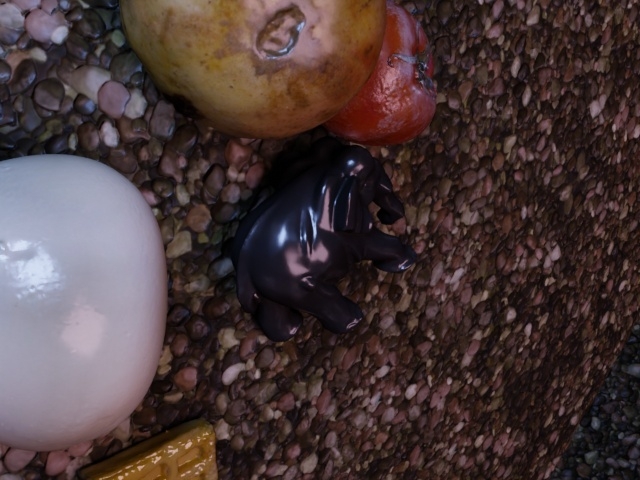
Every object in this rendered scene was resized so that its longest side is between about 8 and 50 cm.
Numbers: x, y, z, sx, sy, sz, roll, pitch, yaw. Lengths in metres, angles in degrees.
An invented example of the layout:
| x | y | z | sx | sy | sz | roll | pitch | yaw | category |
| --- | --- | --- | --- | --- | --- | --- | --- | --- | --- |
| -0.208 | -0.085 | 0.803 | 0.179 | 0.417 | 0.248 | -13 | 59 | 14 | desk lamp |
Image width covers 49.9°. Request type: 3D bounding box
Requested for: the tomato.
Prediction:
| x | y | z | sx | sy | sz | roll | pitch | yaw | category |
| --- | --- | --- | --- | --- | --- | --- | --- | --- | --- |
| 0.069 | -0.249 | 1.035 | 0.232 | 0.189 | 0.231 | -10 | 90 | -66 | tomato |

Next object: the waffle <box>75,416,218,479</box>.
| x | y | z | sx | sy | sz | roll | pitch | yaw | category |
| --- | --- | --- | --- | --- | --- | --- | --- | --- | --- |
| -0.267 | 0.429 | 1.103 | 0.221 | 0.055 | 0.247 | -16 | 117 | -38 | waffle |

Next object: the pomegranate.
| x | y | z | sx | sy | sz | roll | pitch | yaw | category |
| --- | --- | --- | --- | --- | --- | --- | --- | --- | --- |
| -0.082 | -0.278 | 0.820 | 0.322 | 0.322 | 0.322 | -18 | 119 | -37 | pomegranate |

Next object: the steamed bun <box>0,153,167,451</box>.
| x | y | z | sx | sy | sz | roll | pitch | yaw | category |
| --- | --- | --- | --- | --- | --- | --- | --- | --- | --- |
| -0.275 | 0.064 | 0.749 | 0.206 | 0.324 | 0.324 | 3 | 106 | -22 | steamed bun |

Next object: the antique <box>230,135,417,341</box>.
| x | y | z | sx | sy | sz | roll | pitch | yaw | category |
| --- | --- | --- | --- | --- | --- | --- | --- | --- | --- |
| 0.000 | 0.000 | 1.079 | 0.322 | 0.185 | 0.255 | -44 | 133 | -16 | antique |
